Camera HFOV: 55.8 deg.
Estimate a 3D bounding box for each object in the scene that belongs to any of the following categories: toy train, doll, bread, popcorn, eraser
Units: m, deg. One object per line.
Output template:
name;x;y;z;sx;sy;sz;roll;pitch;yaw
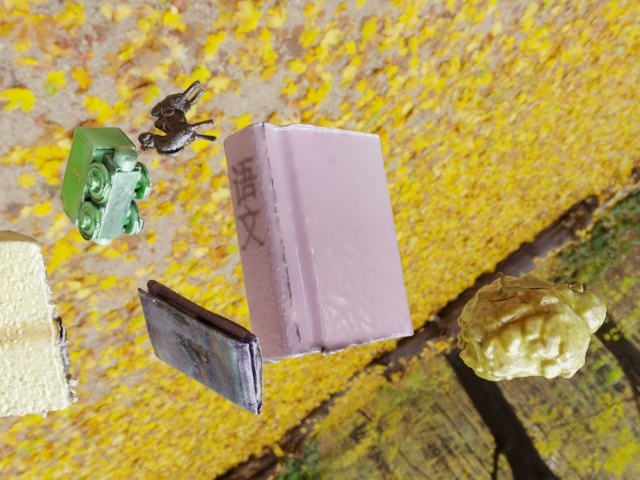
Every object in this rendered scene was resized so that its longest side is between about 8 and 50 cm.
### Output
toy train;-0.468;-0.117;1.306;0.132;0.188;0.243;-10;135;-47
doll;-0.306;-0.246;1.273;0.165;0.139;0.057;-19;169;-5
bread;-0.438;0.108;0.811;0.142;0.178;0.266;-17;116;-42
popcorn;0.370;0.145;1.082;0.266;0.192;0.233;-23;-178;-4
eraser;0.000;0.000;0.995;0.272;0.359;0.122;-4;171;-41

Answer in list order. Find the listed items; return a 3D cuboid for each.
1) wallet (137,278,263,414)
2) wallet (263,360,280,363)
wallet;-0.131;0.116;0.666;0.030;0.166;0.111;-39;139;-41
wallet;-0.154;0.280;1.500;0.118;0.038;0.153;17;153;-28
